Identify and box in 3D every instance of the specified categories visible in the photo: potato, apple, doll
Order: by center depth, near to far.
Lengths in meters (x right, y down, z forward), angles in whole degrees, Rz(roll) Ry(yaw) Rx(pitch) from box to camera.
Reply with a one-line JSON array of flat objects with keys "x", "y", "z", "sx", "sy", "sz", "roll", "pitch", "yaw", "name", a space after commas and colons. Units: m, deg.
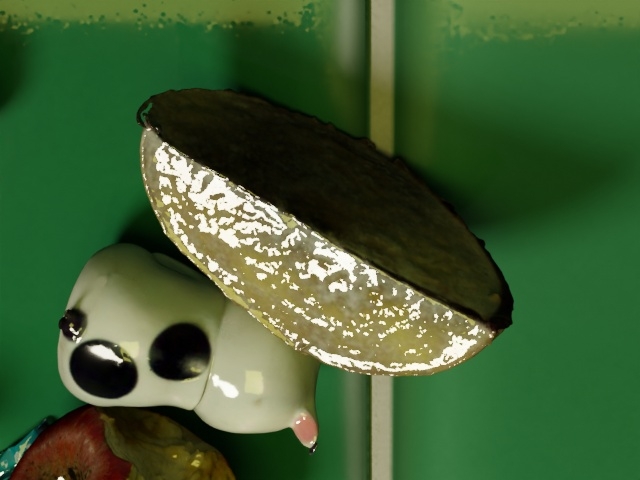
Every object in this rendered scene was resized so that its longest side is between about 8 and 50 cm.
[{"x": -0.003, "y": 0.000, "z": 1.125, "sx": 0.261, "sy": 0.120, "sz": 0.100, "roll": 31, "pitch": 123, "yaw": 3, "name": "potato"}, {"x": -0.085, "y": 0.069, "z": 1.169, "sx": 0.181, "sy": 0.107, "sz": 0.110, "roll": 13, "pitch": 95, "yaw": -9, "name": "doll"}, {"x": -0.137, "y": 0.198, "z": 1.208, "sx": 0.147, "sy": 0.156, "sz": 0.158, "roll": -25, "pitch": 139, "yaw": 31, "name": "apple"}]

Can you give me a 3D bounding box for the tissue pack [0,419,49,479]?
[{"x": -0.230, "y": 0.193, "z": 1.284, "sx": 0.138, "sy": 0.028, "sz": 0.085, "roll": -30, "pitch": 111, "yaw": 21, "name": "tissue pack"}]
